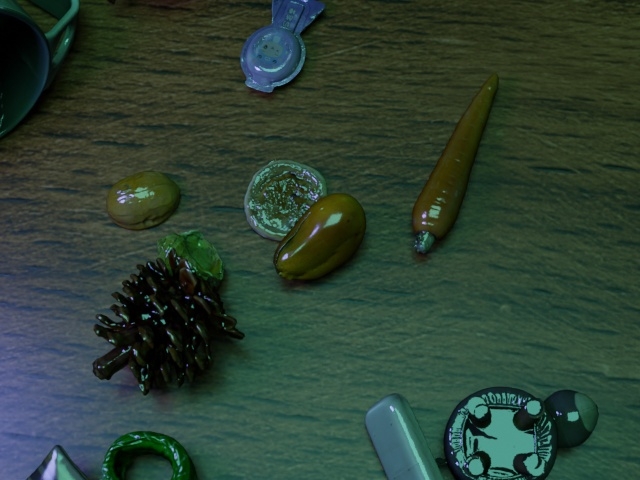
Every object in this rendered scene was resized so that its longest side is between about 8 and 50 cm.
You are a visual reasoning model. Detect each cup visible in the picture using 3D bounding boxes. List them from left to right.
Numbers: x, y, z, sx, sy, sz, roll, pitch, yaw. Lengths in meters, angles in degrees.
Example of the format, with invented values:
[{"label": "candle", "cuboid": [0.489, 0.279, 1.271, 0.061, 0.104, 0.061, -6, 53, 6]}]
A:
[{"label": "cup", "cuboid": [-0.616, -0.343, 1.691, 0.310, 0.401, 0.392, -48, 66, 21]}]

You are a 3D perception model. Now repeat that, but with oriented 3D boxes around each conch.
[{"label": "conch", "cuboid": [-0.197, 0.026, 1.617, 0.121, 0.074, 0.089, 30, 71, 14]}]

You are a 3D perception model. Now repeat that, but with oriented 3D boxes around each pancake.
[{"label": "pancake", "cuboid": [-0.052, -0.062, 1.670, 0.139, 0.022, 0.140, -1, 71, 2]}]

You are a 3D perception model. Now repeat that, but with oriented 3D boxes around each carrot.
[{"label": "carrot", "cuboid": [0.211, -0.126, 1.662, 0.069, 0.069, 0.336, 20, 69, 9]}]

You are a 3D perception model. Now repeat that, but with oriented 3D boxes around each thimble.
[{"label": "thimble", "cuboid": [-0.242, 0.328, 1.501, 0.130, 0.090, 0.118, -6, 67, -1]}]

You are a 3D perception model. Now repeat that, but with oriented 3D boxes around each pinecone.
[{"label": "pinecone", "cuboid": [-0.229, 0.129, 1.532, 0.212, 0.168, 0.185, -47, 64, 4]}]

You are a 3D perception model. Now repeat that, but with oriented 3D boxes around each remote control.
[{"label": "remote control", "cuboid": [0.142, 0.362, 1.475, 0.038, 0.090, 0.310, -6, 63, -40]}]

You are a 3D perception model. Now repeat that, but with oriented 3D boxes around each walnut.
[{"label": "walnut", "cuboid": [-0.281, -0.068, 1.668, 0.121, 0.052, 0.091, -19, 73, -2]}]

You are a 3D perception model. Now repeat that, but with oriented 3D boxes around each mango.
[{"label": "mango", "cuboid": [-0.001, -0.003, 1.610, 0.159, 0.105, 0.084, -36, 42, 5]}]

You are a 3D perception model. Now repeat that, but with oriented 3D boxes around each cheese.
[{"label": "cheese", "cuboid": [-0.068, -0.327, 1.757, 0.105, 0.042, 0.191, 18, 70, 7]}]

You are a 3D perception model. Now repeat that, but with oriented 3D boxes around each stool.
[{"label": "stool", "cuboid": [0.267, 0.262, 1.476, 0.228, 0.139, 0.153, -40, 75, -8]}]

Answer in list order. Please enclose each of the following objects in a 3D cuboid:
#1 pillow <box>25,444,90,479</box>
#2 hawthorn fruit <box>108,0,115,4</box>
[{"label": "pillow", "cuboid": [-0.364, 0.426, 1.473, 0.208, 0.052, 0.212, 44, 94, 13]}, {"label": "hawthorn fruit", "cuboid": [-0.274, -0.501, 1.745, 0.210, 0.230, 0.266, 34, 97, 24]}]
